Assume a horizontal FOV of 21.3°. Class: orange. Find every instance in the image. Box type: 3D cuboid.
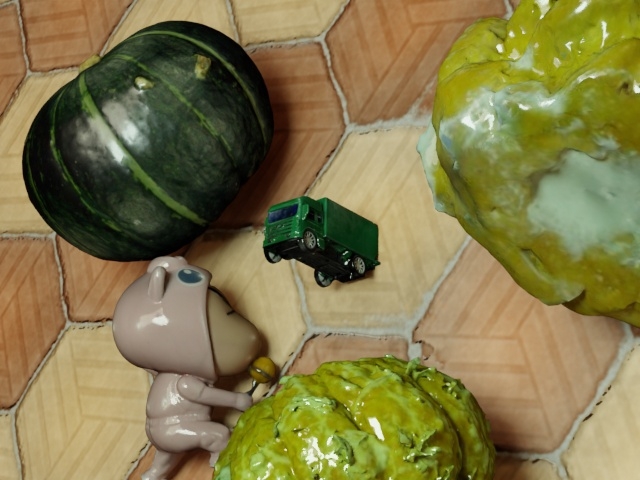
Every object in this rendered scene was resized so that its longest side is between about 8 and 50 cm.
[{"bbox_3d":[0.020,0.232,1.705,0.300,0.301,0.223,-36,70,30],"label":"orange"}]

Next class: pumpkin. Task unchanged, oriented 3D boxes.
[{"bbox_3d":[-0.212,-0.124,2.087,0.323,0.241,0.323,-41,14,13],"label":"pumpkin"}]

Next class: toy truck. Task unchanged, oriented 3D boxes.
[{"bbox_3d":[0.000,0.000,1.941,0.065,0.147,0.079,-18,62,36],"label":"toy truck"}]

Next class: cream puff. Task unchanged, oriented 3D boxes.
[{"bbox_3d":[0.283,-0.118,1.651,0.378,0.378,0.275,-23,26,32],"label":"cream puff"}]

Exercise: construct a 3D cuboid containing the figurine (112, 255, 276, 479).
[{"bbox_3d":[-0.149,0.160,2.025,0.176,0.186,0.287,146,120,-80],"label":"figurine"}]
